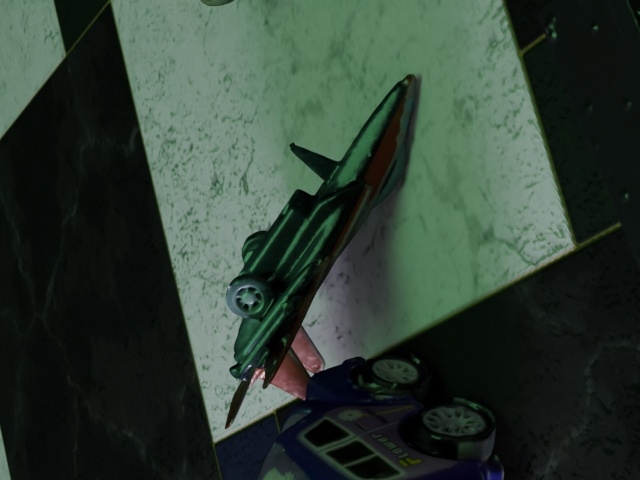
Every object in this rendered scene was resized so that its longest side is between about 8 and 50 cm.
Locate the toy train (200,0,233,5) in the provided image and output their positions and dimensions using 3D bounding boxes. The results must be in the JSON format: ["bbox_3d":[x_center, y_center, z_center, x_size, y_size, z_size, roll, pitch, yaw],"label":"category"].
[{"bbox_3d":[-0.102,-0.366,1.478,0.194,0.120,0.298,-39,62,50],"label":"toy train"}]

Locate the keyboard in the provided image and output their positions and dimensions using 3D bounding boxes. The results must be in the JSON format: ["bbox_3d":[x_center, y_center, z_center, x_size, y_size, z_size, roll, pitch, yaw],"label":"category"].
[{"bbox_3d":[0.220,-0.044,1.079,0.101,0.018,0.309,-48,55,54],"label":"keyboard"}]

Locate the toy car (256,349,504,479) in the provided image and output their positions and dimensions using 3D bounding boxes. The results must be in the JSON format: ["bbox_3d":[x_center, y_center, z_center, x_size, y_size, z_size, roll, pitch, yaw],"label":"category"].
[{"bbox_3d":[0.033,0.199,1.311,0.235,0.158,0.172,38,129,53],"label":"toy car"}]

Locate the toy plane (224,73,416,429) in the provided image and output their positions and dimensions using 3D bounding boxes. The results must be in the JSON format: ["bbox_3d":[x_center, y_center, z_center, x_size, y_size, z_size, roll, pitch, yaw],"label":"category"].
[{"bbox_3d":[-0.007,-0.002,1.387,0.223,0.104,0.326,-77,7,-65],"label":"toy plane"}]
